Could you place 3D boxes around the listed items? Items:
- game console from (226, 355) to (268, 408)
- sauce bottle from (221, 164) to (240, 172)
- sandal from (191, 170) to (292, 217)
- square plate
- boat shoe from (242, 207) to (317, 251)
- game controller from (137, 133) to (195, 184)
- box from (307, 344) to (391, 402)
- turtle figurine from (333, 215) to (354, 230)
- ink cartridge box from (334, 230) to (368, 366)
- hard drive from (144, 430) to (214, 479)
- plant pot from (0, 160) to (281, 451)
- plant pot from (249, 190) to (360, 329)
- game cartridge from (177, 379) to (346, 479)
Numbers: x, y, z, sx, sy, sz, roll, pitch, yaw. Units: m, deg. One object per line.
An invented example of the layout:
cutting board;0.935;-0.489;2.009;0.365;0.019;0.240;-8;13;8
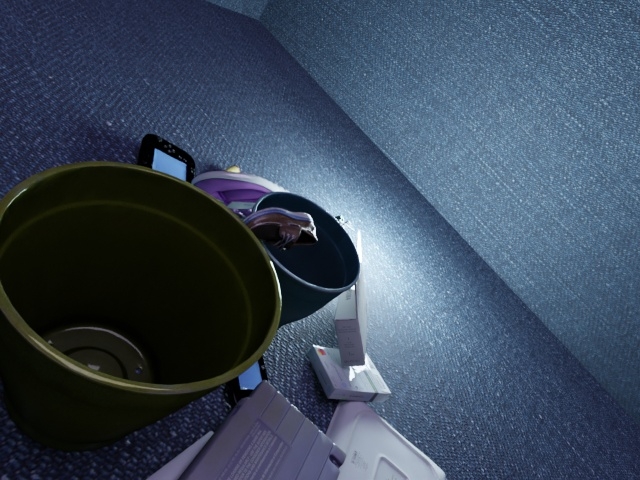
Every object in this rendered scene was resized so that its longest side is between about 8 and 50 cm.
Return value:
game console;-0.174;0.221;0.981;0.213;0.044;0.361;14;41;-37
sauce bottle;-0.305;-0.208;1.365;0.042;0.042;0.128;41;30;-2
sandal;-0.181;-0.103;1.265;0.416;0.169;0.102;16;61;-40
square plate;0.141;0.545;0.921;0.344;0.049;0.347;42;31;0
boat shoe;-0.069;-0.018;0.799;0.183;0.066;0.066;-5;57;-48
game controller;-0.424;-0.172;1.169;0.167;0.067;0.319;19;38;-32
box;0.072;0.339;1.074;0.186;0.038;0.145;19;22;-34
turtle figurine;0.000;0.000;1.381;0.234;0.118;0.175;11;83;-38
ink cartridge box;0.083;0.143;1.136;0.296;0.066;0.261;-70;153;-69
hard drive;-0.222;0.452;0.611;0.203;0.040;0.307;49;32;14
plant pot;-0.306;0.137;0.643;0.367;0.353;0.366;28;34;-20
plant pot;-0.094;0.073;0.964;0.272;0.255;0.271;27;36;-22
game cartridge;-0.110;0.418;0.681;0.230;0.068;0.355;39;32;4
